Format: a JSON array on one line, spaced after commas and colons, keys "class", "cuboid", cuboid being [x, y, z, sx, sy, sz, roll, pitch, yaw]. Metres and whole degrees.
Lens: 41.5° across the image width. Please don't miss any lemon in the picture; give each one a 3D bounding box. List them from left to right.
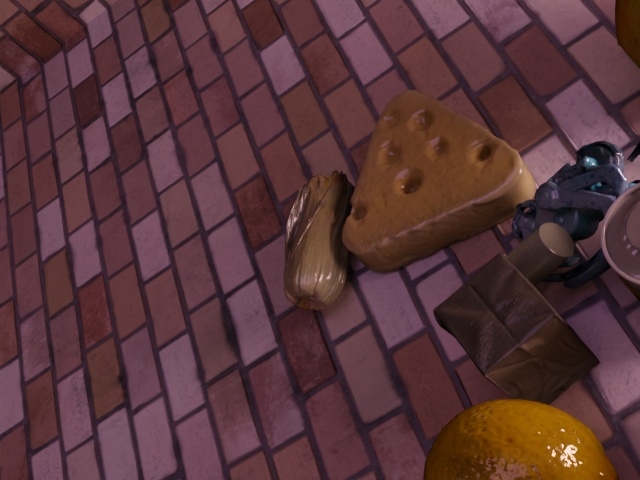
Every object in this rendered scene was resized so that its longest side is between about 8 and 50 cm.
[{"class": "lemon", "cuboid": [0.290, 0.366, 1.233, 0.293, 0.293, 0.293, -17, 55, 25]}]

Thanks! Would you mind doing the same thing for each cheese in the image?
[{"class": "cheese", "cuboid": [0.208, -0.147, 1.708, 0.384, 0.104, 0.384, -16, 56, 26]}]

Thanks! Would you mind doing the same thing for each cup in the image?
[{"class": "cup", "cuboid": [0.570, 0.022, 1.279, 0.241, 0.226, 0.185, -18, 53, 23]}]

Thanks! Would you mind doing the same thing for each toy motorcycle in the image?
[{"class": "toy motorcycle", "cuboid": [0.443, -0.038, 1.455, 0.260, 0.154, 0.206, -48, 45, 39]}]

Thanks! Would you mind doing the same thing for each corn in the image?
[{"class": "corn", "cuboid": [0.001, -0.002, 1.747, 0.123, 0.122, 0.305, -9, 57, 29]}]

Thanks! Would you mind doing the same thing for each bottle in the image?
[{"class": "bottle", "cuboid": [0.345, 0.051, 1.449, 0.201, 0.072, 0.072, 128, 145, -48]}]

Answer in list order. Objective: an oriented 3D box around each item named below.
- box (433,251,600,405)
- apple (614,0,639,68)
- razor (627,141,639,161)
[{"class": "box", "cuboid": [0.316, 0.157, 1.364, 0.155, 0.231, 0.149, -41, 48, 7]}, {"class": "apple", "cuboid": [0.667, -0.402, 1.420, 0.340, 0.339, 0.339, -17, 55, 25]}, {"class": "razor", "cuboid": [0.628, -0.137, 1.464, 0.190, 0.033, 0.066, 35, 86, 41]}]
